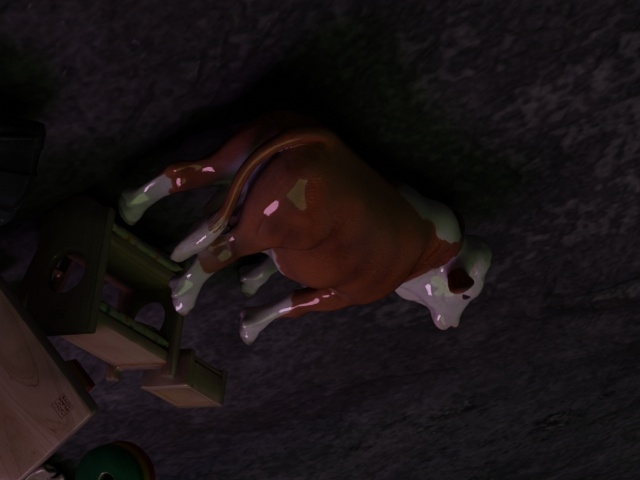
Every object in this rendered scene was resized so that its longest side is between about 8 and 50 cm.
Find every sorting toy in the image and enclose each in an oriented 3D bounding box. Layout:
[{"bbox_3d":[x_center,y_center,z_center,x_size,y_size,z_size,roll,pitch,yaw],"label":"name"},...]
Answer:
[{"bbox_3d":[-0.229,0.092,0.961,0.132,0.274,0.046,-43,169,17],"label":"sorting toy"}]

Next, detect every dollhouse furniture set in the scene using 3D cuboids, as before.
[{"bbox_3d":[-0.180,0.053,1.082,0.160,0.101,0.182,-5,156,26],"label":"dollhouse furniture set"}]

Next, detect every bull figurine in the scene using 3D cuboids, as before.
[{"bbox_3d":[0.000,0.000,1.051,0.188,0.101,0.310,-27,148,16],"label":"bull figurine"}]

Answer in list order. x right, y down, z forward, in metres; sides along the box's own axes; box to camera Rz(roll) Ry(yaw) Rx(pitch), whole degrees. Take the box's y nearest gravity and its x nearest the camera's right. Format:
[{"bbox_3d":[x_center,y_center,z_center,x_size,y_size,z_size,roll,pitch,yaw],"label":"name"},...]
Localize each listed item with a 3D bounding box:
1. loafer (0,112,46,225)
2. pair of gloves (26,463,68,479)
[{"bbox_3d":[-0.256,-0.078,0.838,0.223,0.076,0.078,26,92,-47],"label":"loafer"},{"bbox_3d":[-0.307,0.295,1.399,0.204,0.042,0.240,-18,146,6],"label":"pair of gloves"}]
